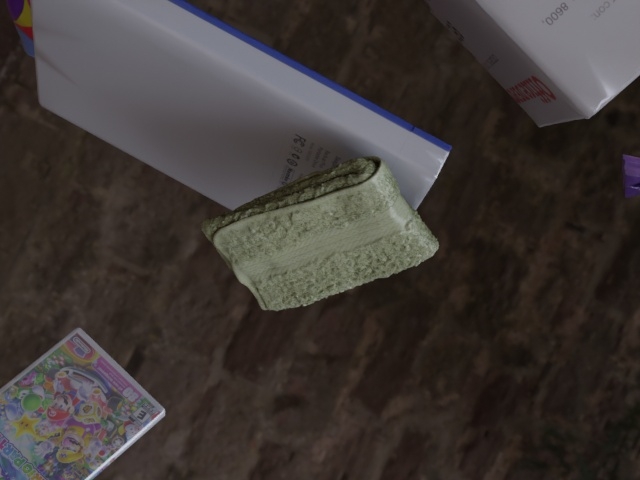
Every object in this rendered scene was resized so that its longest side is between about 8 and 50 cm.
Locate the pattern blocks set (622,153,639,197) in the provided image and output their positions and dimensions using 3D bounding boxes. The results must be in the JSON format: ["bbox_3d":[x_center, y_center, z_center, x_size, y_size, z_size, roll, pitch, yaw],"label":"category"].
[{"bbox_3d":[0.374,-0.064,0.767,0.325,0.285,0.026,-10,-116,30],"label":"pattern blocks set"}]

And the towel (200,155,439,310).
[{"bbox_3d":[0.000,0.000,0.789,0.148,0.110,0.027,-20,-137,21],"label":"towel"}]

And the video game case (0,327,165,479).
[{"bbox_3d":[-0.174,0.122,0.712,0.122,0.087,0.011,-41,160,-26],"label":"video game case"}]

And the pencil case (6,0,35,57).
[{"bbox_3d":[-0.260,-0.280,0.986,0.104,0.104,0.236,-70,151,-50],"label":"pencil case"}]

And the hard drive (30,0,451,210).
[{"bbox_3d":[-0.074,-0.091,0.859,0.040,0.319,0.210,-61,179,-25],"label":"hard drive"}]

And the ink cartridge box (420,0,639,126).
[{"bbox_3d":[0.112,-0.281,0.855,0.166,0.395,0.285,-44,180,7],"label":"ink cartridge box"}]
